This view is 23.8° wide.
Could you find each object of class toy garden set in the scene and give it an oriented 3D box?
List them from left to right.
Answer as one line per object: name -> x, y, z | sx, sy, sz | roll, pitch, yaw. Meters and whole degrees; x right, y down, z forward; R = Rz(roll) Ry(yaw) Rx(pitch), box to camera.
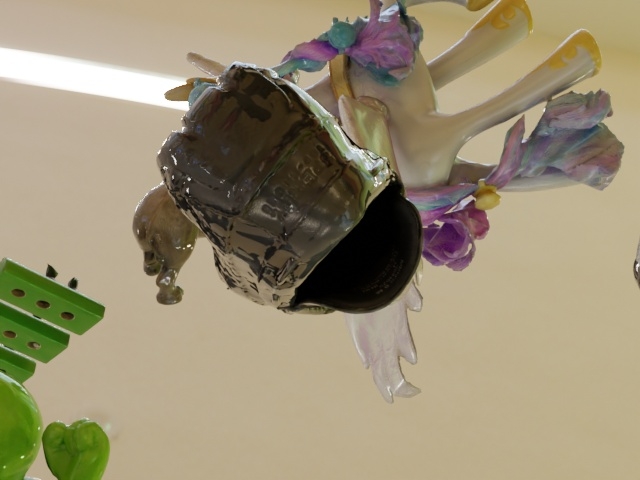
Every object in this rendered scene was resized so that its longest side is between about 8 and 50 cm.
toy garden set -> -0.354, 0.065, 1.465 | 0.204, 0.244, 0.049 | 29, -133, -27

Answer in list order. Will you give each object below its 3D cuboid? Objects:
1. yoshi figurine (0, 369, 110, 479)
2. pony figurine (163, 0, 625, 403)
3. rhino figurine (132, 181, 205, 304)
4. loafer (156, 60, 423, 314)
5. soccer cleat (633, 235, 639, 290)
yoshi figurine -> -0.247, 0.215, 1.134 | 0.203, 0.203, 0.362 | 28, -172, -30
pony figurine -> 0.078, -0.078, 1.342 | 0.363, 0.303, 0.351 | -19, -118, -13
rhino figurine -> -0.105, -0.052, 1.503 | 0.073, 0.106, 0.243 | 21, -132, 21
loafer -> 0.000, 0.000, 0.583 | 0.078, 0.076, 0.223 | 39, 177, 15
soccer cleat -> 0.312, 0.053, 0.721 | 0.331, 0.143, 0.116 | 30, -161, -5
